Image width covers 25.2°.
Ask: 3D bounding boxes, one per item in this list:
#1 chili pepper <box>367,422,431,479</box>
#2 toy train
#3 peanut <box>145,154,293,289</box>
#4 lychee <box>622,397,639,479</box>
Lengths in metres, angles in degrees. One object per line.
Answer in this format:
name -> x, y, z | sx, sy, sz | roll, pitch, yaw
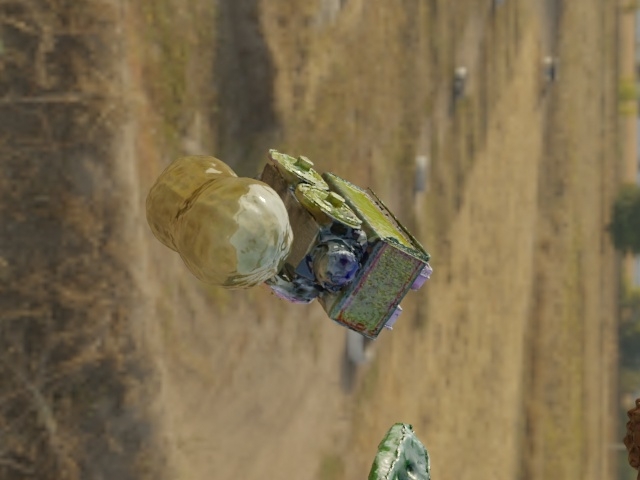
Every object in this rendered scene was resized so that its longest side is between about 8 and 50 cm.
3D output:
chili pepper -> 0.049, 0.206, 1.060 | 0.227, 0.059, 0.088 | -70, 177, -60
toy train -> 0.000, 0.000, 1.645 | 0.134, 0.177, 0.261 | -56, -150, 11
peanut -> -0.098, -0.020, 1.414 | 0.111, 0.125, 0.274 | -58, -155, 2
lychee -> 0.420, 0.213, 1.360 | 0.271, 0.271, 0.271 | 0, 90, -78
